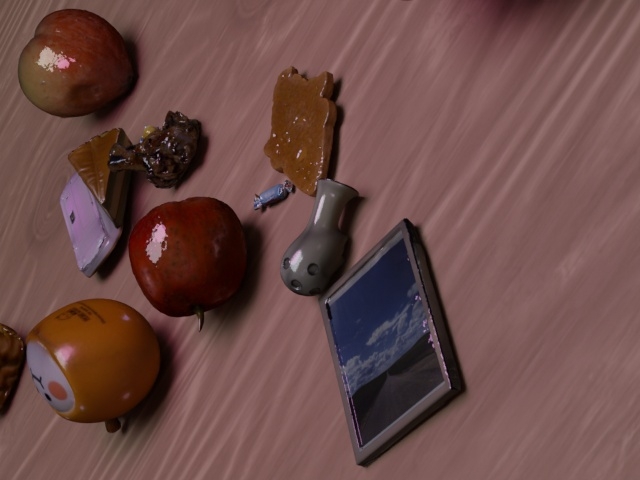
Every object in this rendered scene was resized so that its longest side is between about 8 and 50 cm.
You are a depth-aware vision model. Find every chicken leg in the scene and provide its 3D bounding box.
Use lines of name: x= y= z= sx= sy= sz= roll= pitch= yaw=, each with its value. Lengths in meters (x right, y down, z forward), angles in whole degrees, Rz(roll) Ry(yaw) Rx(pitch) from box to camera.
chicken leg: x=-0.280 y=-0.144 z=2.005 sx=0.196 sy=0.080 sz=0.125 roll=-27 pitch=56 yaw=31

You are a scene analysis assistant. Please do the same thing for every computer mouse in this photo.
computer mouse: x=-0.418 y=-0.036 z=2.161 sx=0.126 sy=0.056 sz=0.245 roll=-51 pitch=42 yaw=20

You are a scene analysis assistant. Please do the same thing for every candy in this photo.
candy: x=-0.072 y=-0.069 z=1.754 sx=0.083 sy=0.020 sz=0.030 roll=-28 pitch=61 yaw=38

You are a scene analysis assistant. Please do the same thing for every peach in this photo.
peach: x=-0.461 y=-0.334 z=2.277 sx=0.232 sy=0.232 sz=0.233 roll=-28 pitch=52 yaw=43

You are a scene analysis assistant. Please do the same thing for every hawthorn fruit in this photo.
hawthorn fruit: x=-0.189 y=0.038 z=1.736 sx=0.179 sy=0.179 sz=0.200 roll=-36 pitch=64 yaw=38

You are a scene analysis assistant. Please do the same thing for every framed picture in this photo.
framed picture: x=0.082 y=0.124 z=1.460 sx=0.189 sy=0.023 sz=0.260 roll=-45 pitch=43 yaw=34

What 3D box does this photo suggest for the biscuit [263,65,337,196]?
biscuit: x=-0.025 y=-0.160 z=1.728 sx=0.162 sy=0.035 sz=0.250 roll=-46 pitch=41 yaw=36

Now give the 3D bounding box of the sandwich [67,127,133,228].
sandwich: x=-0.360 y=-0.116 z=2.094 sx=0.113 sy=0.079 sz=0.163 roll=-34 pitch=49 yaw=-8

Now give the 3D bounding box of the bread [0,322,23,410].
bread: x=-0.670 y=0.244 z=2.319 sx=0.222 sy=0.096 sz=0.182 roll=8 pitch=79 yaw=56

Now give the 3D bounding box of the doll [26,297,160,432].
doll: x=-0.347 y=0.211 z=1.860 sx=0.213 sy=0.213 sz=0.236 roll=39 pitch=147 yaw=53

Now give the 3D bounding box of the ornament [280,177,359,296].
ornament: x=0.000 y=0.000 z=1.586 sx=0.075 sy=0.081 sz=0.156 roll=123 pitch=167 yaw=-83

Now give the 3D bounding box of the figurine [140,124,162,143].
figurine: x=-0.300 y=-0.172 z=2.083 sx=0.083 sy=0.050 sz=0.047 roll=-51 pitch=44 yaw=23
